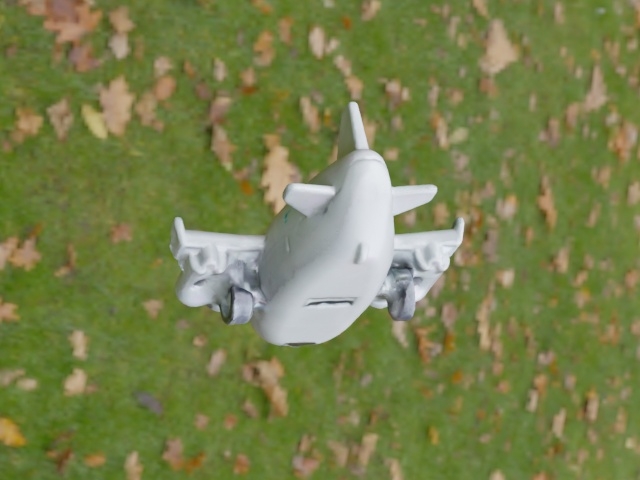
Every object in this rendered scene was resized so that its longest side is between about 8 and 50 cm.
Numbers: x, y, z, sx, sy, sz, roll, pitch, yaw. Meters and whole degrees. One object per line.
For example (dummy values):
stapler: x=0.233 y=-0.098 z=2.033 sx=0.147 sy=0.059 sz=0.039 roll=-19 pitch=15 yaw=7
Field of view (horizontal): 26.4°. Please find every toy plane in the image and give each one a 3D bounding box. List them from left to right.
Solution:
toy plane: x=0.000 y=0.003 z=0.768 sx=0.174 sy=0.174 sz=0.080 roll=45 pitch=27 yaw=-56
